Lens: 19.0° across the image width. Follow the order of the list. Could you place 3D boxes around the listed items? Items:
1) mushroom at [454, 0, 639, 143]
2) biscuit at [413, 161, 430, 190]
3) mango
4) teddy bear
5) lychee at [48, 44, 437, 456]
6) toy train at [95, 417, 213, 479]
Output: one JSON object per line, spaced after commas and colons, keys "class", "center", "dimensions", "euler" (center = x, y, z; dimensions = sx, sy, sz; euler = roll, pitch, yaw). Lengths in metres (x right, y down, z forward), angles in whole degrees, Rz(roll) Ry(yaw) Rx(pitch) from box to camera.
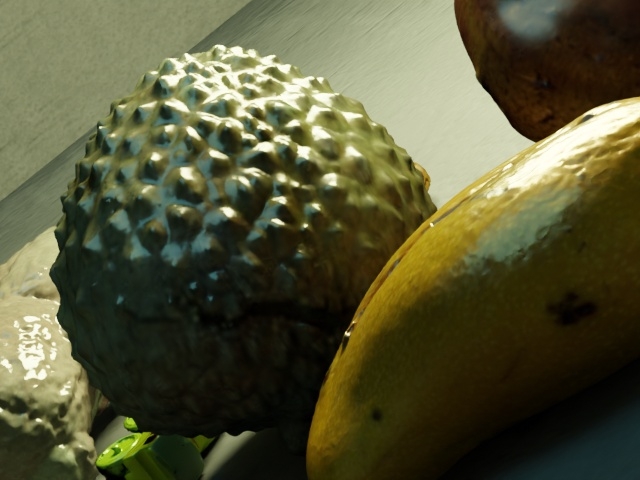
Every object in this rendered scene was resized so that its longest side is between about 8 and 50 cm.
{"class": "mushroom", "center": [0.224, -0.164, 1.237], "dimensions": [0.267, 0.267, 0.254], "euler": [-33, -19, 18]}
{"class": "biscuit", "center": [0.031, 0.000, 1.474], "dimensions": [0.124, 0.026, 0.175], "euler": [-37, 14, 32]}
{"class": "mango", "center": [0.100, 0.029, 1.037], "dimensions": [0.295, 0.120, 0.177], "euler": [-36, 13, 8]}
{"class": "teddy bear", "center": [-0.226, 0.103, 1.520], "dimensions": [0.236, 0.151, 0.267], "euler": [-27, 19, 30]}
{"class": "lychee", "center": [-0.049, 0.007, 1.226], "dimensions": [0.255, 0.274, 0.255], "euler": [-14, -7, -2]}
{"class": "toy train", "center": [-0.084, 0.100, 1.390], "dimensions": [0.085, 0.053, 0.249], "euler": [-23, 22, 33]}
